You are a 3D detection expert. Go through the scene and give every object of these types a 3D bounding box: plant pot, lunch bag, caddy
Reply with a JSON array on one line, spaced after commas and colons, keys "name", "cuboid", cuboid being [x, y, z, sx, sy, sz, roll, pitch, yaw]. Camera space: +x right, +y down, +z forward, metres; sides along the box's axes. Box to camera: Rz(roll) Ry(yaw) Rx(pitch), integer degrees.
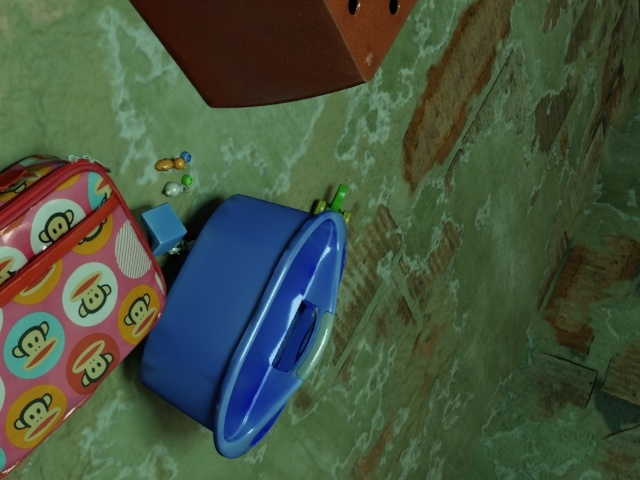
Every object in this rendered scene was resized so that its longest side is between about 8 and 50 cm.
[{"name": "plant pot", "cuboid": [-0.032, -0.311, 0.835, 0.267, 0.235, 0.267, -61, 146, -18]}, {"name": "lunch bag", "cuboid": [-0.303, 0.053, 0.715, 0.293, 0.120, 0.258, -49, 136, -35]}, {"name": "caddy", "cuboid": [-0.073, 0.108, 0.973, 0.342, 0.179, 0.241, -64, 160, -12]}]

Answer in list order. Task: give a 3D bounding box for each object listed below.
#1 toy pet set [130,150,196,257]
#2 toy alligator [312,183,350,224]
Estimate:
[{"name": "toy pet set", "cuboid": [-0.174, -0.032, 0.905, 0.114, 0.065, 0.122, -29, 127, -47]}, {"name": "toy alligator", "cuboid": [0.000, 0.000, 1.198, 0.051, 0.056, 0.190, 161, -49, -80]}]
